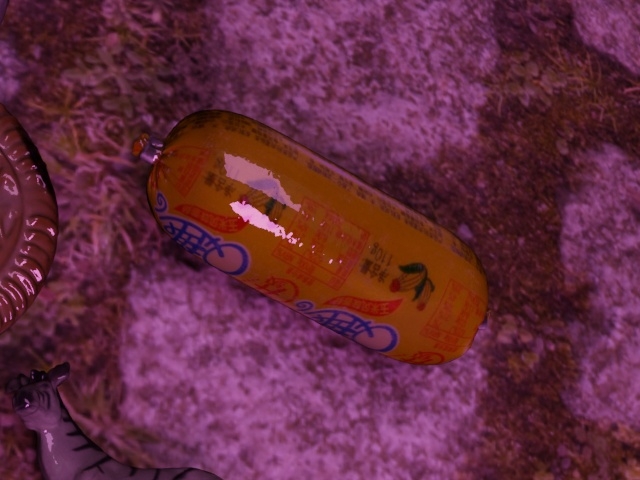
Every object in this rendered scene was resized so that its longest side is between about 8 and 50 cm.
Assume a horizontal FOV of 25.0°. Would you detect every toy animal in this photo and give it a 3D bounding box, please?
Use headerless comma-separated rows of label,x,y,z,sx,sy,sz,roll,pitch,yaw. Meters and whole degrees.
toy animal,-0.132,0.183,1.033,0.217,0.073,0.176,19,42,-29

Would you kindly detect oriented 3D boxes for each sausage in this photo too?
sausage,0.000,0.000,1.181,0.347,0.123,0.123,28,53,-18

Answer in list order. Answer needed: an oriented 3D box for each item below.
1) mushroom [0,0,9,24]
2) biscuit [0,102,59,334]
mushroom,-0.279,-0.198,1.038,0.122,0.159,0.329,24,18,-15
biscuit,-0.313,-0.023,1.013,0.259,0.079,0.259,16,58,-26
